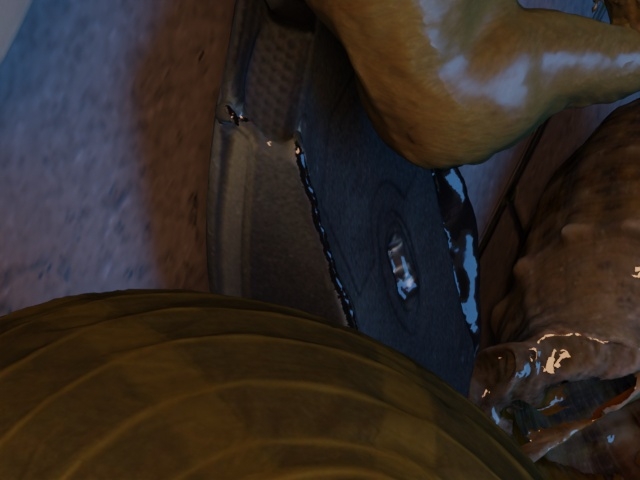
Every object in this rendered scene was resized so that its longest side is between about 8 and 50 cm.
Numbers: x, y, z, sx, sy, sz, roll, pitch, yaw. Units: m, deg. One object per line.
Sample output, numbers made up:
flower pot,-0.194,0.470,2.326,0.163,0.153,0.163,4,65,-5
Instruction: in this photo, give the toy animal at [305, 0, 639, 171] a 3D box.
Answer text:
toy animal,0.014,-0.098,0.550,0.101,0.103,0.218,-54,133,-19

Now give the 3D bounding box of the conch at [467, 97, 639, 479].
conch,0.166,0.022,0.916,0.291,0.159,0.210,-21,147,-10

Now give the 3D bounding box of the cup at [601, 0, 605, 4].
cup,0.219,-0.245,0.817,0.203,0.203,0.288,74,35,-50

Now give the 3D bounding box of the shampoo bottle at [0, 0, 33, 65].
shampoo bottle,-0.122,-0.133,0.314,0.153,0.071,0.284,-69,156,-10

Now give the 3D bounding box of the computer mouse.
computer mouse,-0.002,-0.001,0.652,0.126,0.071,0.231,-64,145,-46

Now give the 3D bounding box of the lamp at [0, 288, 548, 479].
lamp,-0.052,0.143,0.482,0.250,0.250,0.284,-53,-172,-34
